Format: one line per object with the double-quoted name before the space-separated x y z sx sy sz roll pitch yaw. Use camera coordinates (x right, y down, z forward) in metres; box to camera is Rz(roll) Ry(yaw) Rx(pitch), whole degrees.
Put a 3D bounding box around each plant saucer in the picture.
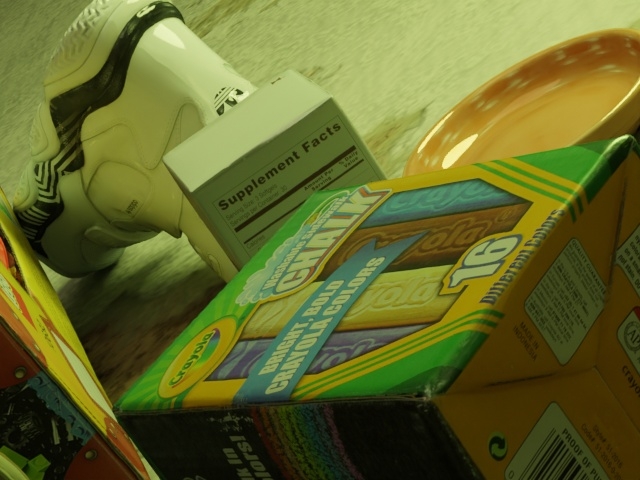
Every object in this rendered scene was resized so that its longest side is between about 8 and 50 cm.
"plant saucer" 0.150 -0.076 1.358 0.200 0.037 0.200 -29 21 12

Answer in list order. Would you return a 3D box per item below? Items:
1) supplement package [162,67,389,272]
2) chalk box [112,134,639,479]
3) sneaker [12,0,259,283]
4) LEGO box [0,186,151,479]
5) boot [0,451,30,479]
"supplement package" 0.000 0.000 1.206 0.105 0.179 0.105 -35 19 -3
"chalk box" 0.042 0.086 0.946 0.289 0.180 0.179 -6 34 50
"sneaker" -0.122 -0.034 1.558 0.137 0.210 0.366 -46 -11 -31
"LEGO box" -0.379 0.099 1.386 0.372 0.193 0.500 -37 34 -2
"boot" -0.196 0.221 0.998 0.077 0.213 0.165 10 38 15
